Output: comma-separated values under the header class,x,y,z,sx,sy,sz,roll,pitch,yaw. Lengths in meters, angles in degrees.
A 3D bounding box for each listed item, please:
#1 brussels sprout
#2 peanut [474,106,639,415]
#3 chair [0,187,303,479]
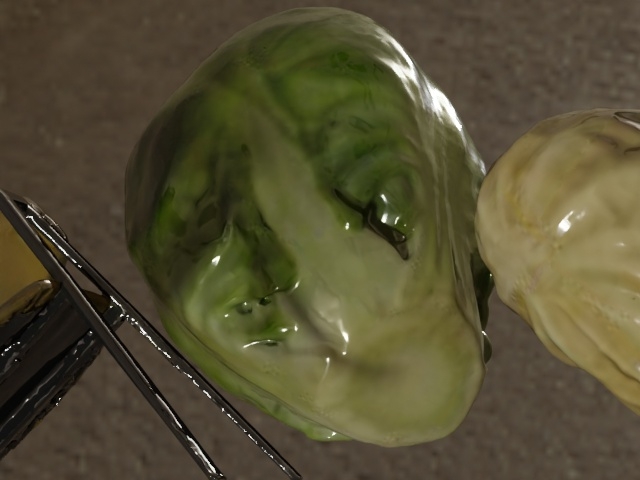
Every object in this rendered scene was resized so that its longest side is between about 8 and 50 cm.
class,x,y,z,sx,sy,sz,roll,pitch,yaw
brussels sprout,0.000,0.000,1.181,0.219,0.210,0.271,-36,46,9
peanut,0.135,0.025,0.598,0.194,0.083,0.093,29,14,-8
chair,-0.157,0.082,0.990,0.247,0.159,0.172,46,8,13
